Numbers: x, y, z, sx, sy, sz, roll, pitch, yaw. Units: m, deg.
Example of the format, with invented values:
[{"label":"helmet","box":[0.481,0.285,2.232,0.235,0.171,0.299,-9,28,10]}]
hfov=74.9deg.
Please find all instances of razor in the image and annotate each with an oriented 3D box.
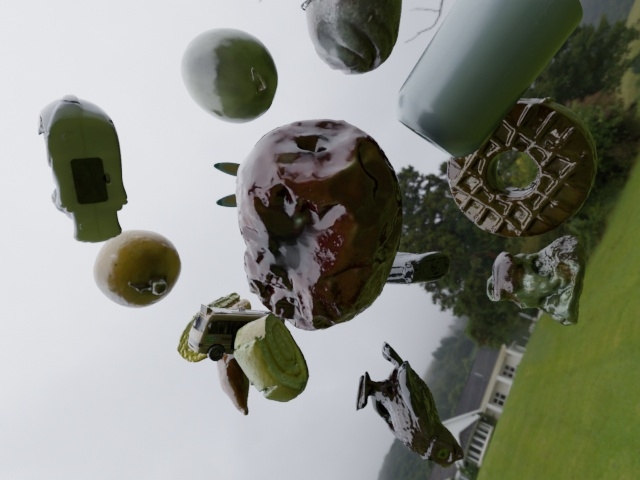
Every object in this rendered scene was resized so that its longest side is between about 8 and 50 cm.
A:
[{"label":"razor","box":[0.264,0.092,1.440,0.205,0.349,0.113,-7,-85,-35]}]

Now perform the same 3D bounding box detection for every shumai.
[{"label":"shumai","box":[0.543,0.089,1.047,0.272,0.204,0.222,16,-98,-56]}]

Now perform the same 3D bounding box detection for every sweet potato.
[{"label":"sweet potato","box":[-0.293,0.439,1.412,0.112,0.359,0.112,-12,-56,-18]}]

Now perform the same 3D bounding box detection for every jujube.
[{"label":"jujube","box":[-0.004,-0.011,0.705,0.276,0.277,0.376,-53,-23,-29]}]

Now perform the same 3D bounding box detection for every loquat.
[{"label":"loquat","box":[-0.708,0.117,1.657,0.328,0.360,0.328,-24,-54,-38]}]

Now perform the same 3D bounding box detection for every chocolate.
[{"label":"chocolate","box":[0.100,-0.611,1.255,0.303,0.303,0.212,-28,-63,-49]}]

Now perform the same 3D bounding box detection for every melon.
[{"label":"melon","box":[-0.258,-0.470,1.196,0.272,0.308,0.271,-41,-15,-13]}]

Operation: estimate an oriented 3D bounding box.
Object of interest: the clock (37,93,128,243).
[{"label":"clock","box":[-0.305,-0.094,0.533,0.080,0.117,0.176,-14,-66,-35]}]

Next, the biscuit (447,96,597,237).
[{"label":"biscuit","box":[0.458,-0.163,0.981,0.103,0.332,0.331,-31,-51,-46]}]

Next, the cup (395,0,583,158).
[{"label":"cup","box":[0.293,-0.325,0.788,0.312,0.205,0.205,-56,-27,17]}]

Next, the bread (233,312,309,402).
[{"label":"bread","box":[-0.140,0.346,1.199,0.257,0.124,0.186,59,-158,5]}]

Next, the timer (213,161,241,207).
[{"label":"timer","box":[-0.157,-0.165,1.207,0.256,0.175,0.175,7,-81,-47]}]

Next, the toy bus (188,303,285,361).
[{"label":"toy bus","box":[-0.264,0.294,1.346,0.290,0.139,0.157,9,-94,-29]}]

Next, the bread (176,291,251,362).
[{"label":"bread","box":[-0.443,0.363,1.777,0.236,0.165,0.375,-53,-4,8]}]

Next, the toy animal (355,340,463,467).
[{"label":"toy animal","box":[0.145,0.252,0.644,0.116,0.180,0.218,-49,-15,-27]}]
